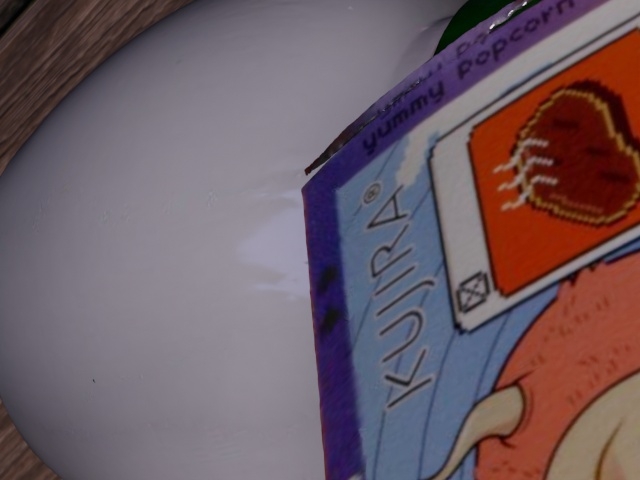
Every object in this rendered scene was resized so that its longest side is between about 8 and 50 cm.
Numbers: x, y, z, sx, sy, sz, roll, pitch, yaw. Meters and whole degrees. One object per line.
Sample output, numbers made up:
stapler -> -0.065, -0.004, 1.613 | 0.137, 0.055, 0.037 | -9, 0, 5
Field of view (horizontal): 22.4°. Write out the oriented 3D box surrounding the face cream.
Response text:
face cream -> 0.000, 0.000, 0.829 | 0.357, 0.219, 0.312 | -10, 63, 37

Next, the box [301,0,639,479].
box -> 0.188, 0.090, 0.450 | 0.319, 0.257, 0.348 | -29, 41, 25
